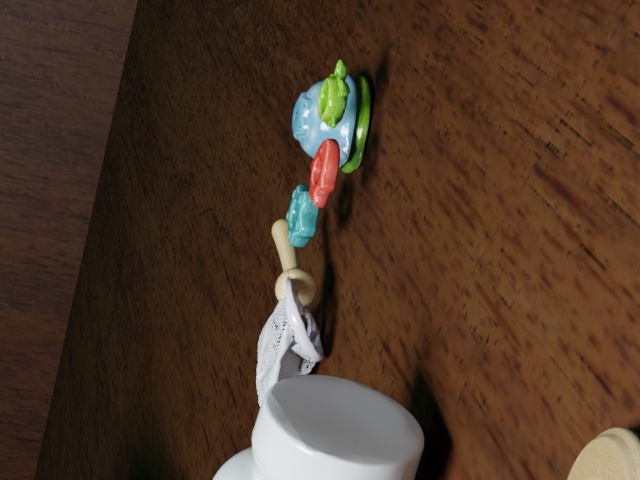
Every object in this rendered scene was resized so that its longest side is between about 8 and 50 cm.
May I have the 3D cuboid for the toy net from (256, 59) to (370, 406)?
[{"bbox_3d":[0.000,0.000,1.248,0.122,0.045,0.232,-175,94,-74],"label":"toy net"}]

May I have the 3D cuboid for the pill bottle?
[{"bbox_3d":[-0.014,0.183,1.010,0.117,0.118,0.208,-107,30,-62],"label":"pill bottle"}]

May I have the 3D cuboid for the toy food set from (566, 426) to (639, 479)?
[{"bbox_3d":[0.116,0.113,0.739,0.083,0.020,0.082,-118,41,-69],"label":"toy food set"}]
